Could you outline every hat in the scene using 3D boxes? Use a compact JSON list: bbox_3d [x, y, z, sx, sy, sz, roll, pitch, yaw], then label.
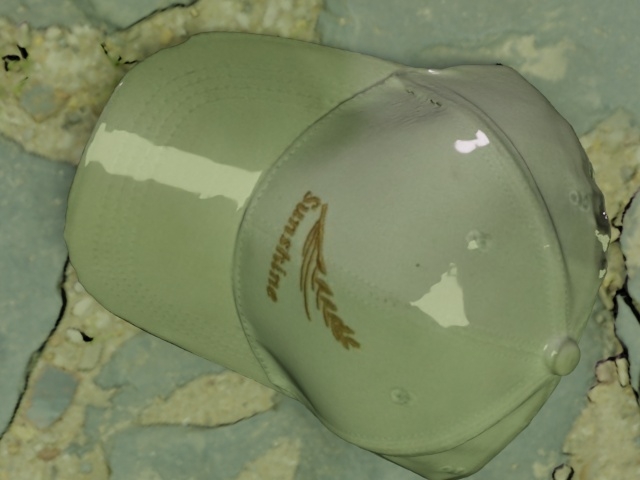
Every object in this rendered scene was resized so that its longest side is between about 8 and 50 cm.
[{"bbox_3d":[0.003,0.000,1.059,0.301,0.168,0.258,18,100,-14],"label":"hat"}]
